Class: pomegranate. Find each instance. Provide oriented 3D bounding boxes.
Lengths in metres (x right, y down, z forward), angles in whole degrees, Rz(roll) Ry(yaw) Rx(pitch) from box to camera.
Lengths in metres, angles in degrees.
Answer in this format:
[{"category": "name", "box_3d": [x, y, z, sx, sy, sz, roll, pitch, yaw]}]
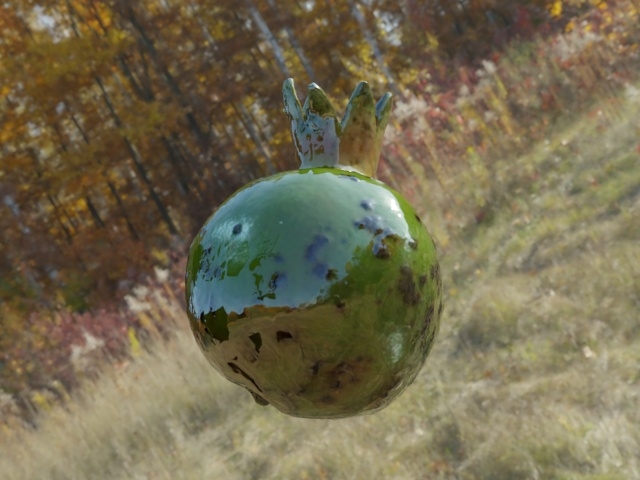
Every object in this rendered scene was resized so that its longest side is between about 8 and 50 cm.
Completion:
[{"category": "pomegranate", "box_3d": [0.005, 0.006, 0.751, 0.231, 0.286, 0.231, 13, 6, -2]}]
